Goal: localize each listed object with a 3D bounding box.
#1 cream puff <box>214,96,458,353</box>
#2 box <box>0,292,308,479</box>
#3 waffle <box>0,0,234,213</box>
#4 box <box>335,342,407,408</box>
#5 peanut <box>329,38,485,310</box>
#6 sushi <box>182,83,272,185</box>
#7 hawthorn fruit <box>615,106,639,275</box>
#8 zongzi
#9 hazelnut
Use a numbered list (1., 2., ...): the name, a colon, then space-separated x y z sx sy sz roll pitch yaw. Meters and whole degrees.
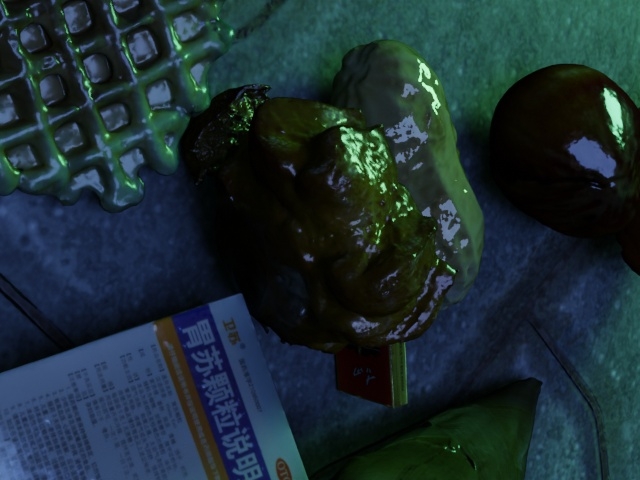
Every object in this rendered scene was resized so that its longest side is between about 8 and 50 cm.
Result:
1. cream puff: 0.000 0.000 0.992 0.155 0.269 0.241 -32 86 -21
2. box: -0.180 0.187 0.950 0.299 0.106 0.200 -18 86 -31
3. waffle: -0.214 -0.182 0.931 0.292 0.056 0.309 18 89 -34
4. box: 0.050 0.100 1.130 0.023 0.090 0.133 -12 105 -36
5. peanut: 0.088 -0.060 1.108 0.130 0.130 0.290 -32 114 -25
6. sushi: -0.088 -0.101 1.026 0.061 0.060 0.118 27 84 -38
7. hawthorn fruit: 0.445 -0.095 1.295 0.211 0.211 0.299 -1 90 -33
8. zongzi: 0.126 0.234 1.096 0.393 0.174 0.356 -52 158 -19
9. hazelnut: 0.281 -0.092 1.205 0.178 0.178 0.204 -35 126 -24
